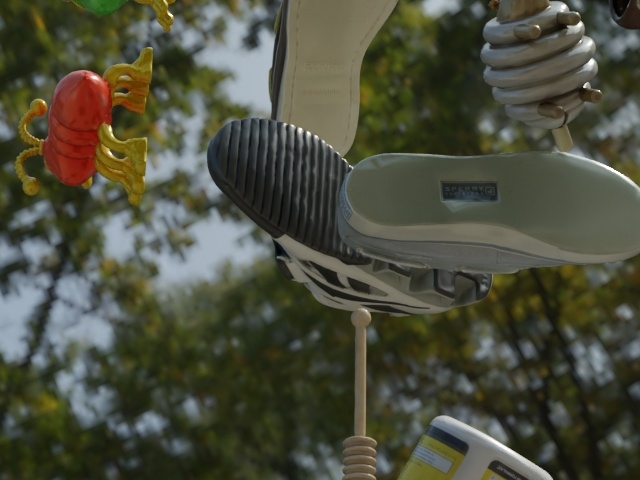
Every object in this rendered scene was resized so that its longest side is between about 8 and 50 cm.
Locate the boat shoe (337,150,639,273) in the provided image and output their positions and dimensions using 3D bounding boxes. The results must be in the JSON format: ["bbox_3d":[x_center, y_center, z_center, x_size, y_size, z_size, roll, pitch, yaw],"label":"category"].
[{"bbox_3d":[0.122,-0.015,1.392,0.227,0.079,0.081,5,-25,-7],"label":"boat shoe"}]

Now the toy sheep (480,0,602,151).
[{"bbox_3d":[0.158,-0.125,1.397,0.091,0.091,0.132,-18,-76,-15],"label":"toy sheep"}]

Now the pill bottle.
[{"bbox_3d":[0.082,0.226,1.397,0.184,0.103,0.103,-59,-37,-6],"label":"pill bottle"}]

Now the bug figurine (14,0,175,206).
[{"bbox_3d":[-0.125,-0.170,1.123,0.072,0.279,0.216,7,-36,-11],"label":"bug figurine"}]

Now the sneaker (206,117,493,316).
[{"bbox_3d":[0.000,0.000,1.879,0.330,0.122,0.146,30,-38,-31],"label":"sneaker"}]

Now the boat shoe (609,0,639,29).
[{"bbox_3d":[0.163,-0.214,0.894,0.095,0.095,0.258,-9,-69,-5],"label":"boat shoe"}]

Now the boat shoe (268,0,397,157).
[{"bbox_3d":[0.008,-0.231,2.032,0.116,0.097,0.324,0,-52,-16],"label":"boat shoe"}]

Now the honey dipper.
[{"bbox_3d":[0.036,0.134,1.704,0.030,0.161,0.030,2,-24,1],"label":"honey dipper"}]
